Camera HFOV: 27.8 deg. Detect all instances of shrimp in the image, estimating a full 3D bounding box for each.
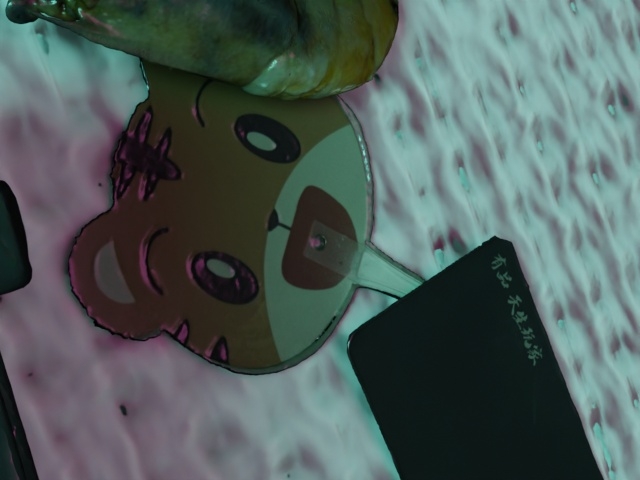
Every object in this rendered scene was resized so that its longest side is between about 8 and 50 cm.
[{"bbox_3d":[-0.051,-0.135,0.544,0.217,0.051,0.150,4,75,-42],"label":"shrimp"}]

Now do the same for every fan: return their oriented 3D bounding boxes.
[{"bbox_3d":[0.000,0.000,0.586,0.226,0.008,0.153,26,70,-28],"label":"fan"}]

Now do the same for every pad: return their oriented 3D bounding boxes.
[{"bbox_3d":[0.080,0.088,0.624,0.112,0.003,0.157,-32,107,-30],"label":"pad"}]

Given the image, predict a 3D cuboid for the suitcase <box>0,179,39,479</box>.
[{"bbox_3d":[-0.134,0.073,0.373,0.066,0.206,0.286,-19,96,-38],"label":"suitcase"}]
